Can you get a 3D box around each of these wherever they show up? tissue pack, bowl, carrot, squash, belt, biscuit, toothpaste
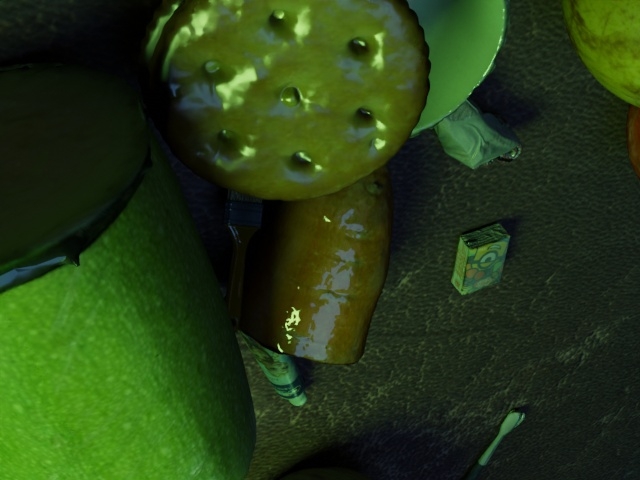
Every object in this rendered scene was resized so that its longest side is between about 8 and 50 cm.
[{"bbox_3d":[0.199,0.023,1.193,0.063,0.035,0.083,-18,138,-22],"label":"tissue pack"},{"bbox_3d":[0.038,-0.194,0.789,0.211,0.112,0.211,-8,134,-8],"label":"bowl"},{"bbox_3d":[0.000,0.000,0.965,0.159,0.159,0.225,3,114,-37],"label":"carrot"},{"bbox_3d":[-0.206,0.067,0.775,0.263,0.263,0.384,-26,138,-13],"label":"squash"},{"bbox_3d":[0.133,-0.136,0.979,0.071,0.053,0.232,-52,138,6],"label":"belt"},{"bbox_3d":[-0.026,-0.120,0.720,0.221,0.066,0.220,-6,132,-7],"label":"biscuit"},{"bbox_3d":[-0.054,0.139,1.118,0.216,0.062,0.037,68,37,-52],"label":"toothpaste"}]

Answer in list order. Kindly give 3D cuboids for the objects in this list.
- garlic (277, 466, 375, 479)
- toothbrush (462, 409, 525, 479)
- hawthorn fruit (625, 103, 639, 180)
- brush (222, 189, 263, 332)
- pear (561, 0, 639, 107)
[{"bbox_3d":[-0.003,0.442,1.294,0.317,0.259,0.317,-24,123,-44],"label":"garlic"},{"bbox_3d":[0.260,0.386,1.597,0.026,0.024,0.288,-7,133,-50],"label":"toothbrush"},{"bbox_3d":[0.460,-0.107,1.142,0.207,0.207,0.243,-19,142,-20],"label":"hawthorn fruit"},{"bbox_3d":[-0.079,0.008,0.927,0.043,0.014,0.169,5,93,-35],"label":"brush"},{"bbox_3d":[0.366,-0.243,0.881,0.281,0.280,0.280,-20,137,-19],"label":"pear"}]
